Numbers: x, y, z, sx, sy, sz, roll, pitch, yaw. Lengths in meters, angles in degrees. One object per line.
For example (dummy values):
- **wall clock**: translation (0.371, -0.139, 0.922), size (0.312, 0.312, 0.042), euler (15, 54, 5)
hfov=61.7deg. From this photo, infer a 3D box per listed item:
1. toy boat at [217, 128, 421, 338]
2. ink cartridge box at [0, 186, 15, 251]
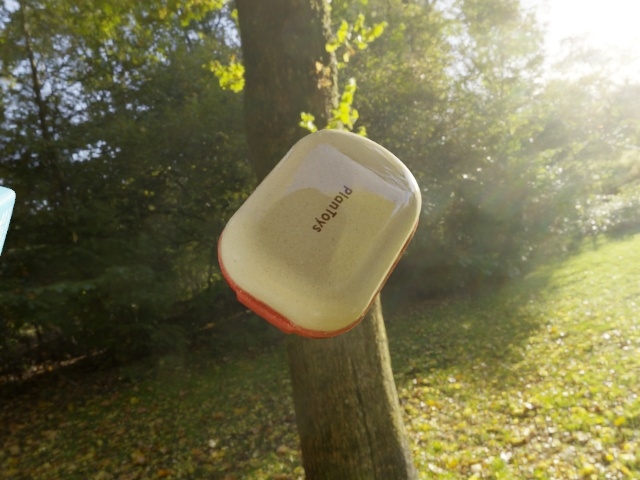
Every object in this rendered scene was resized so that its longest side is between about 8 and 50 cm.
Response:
- **toy boat**: translation (0.000, 0.000, 0.551), size (0.231, 0.151, 0.151), euler (-53, -5, -31)
- **ink cartridge box**: translation (-0.315, 0.024, 0.249), size (0.223, 0.129, 0.307), euler (20, 9, -20)
